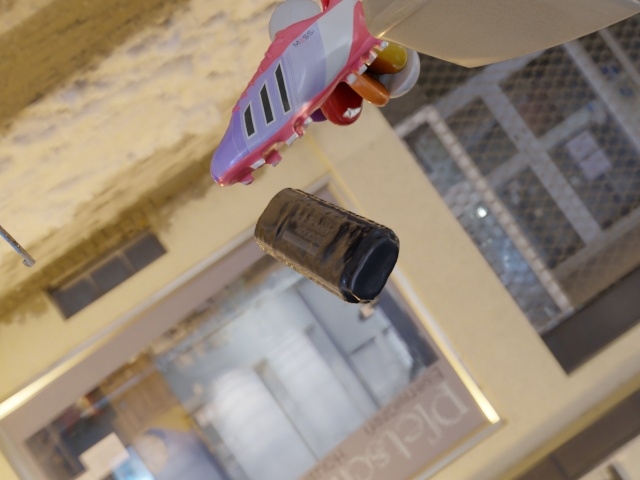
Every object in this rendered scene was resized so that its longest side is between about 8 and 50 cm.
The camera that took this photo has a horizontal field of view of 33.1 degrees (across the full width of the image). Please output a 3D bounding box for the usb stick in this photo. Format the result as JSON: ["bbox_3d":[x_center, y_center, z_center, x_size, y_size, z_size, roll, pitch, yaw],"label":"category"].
[{"bbox_3d":[0.000,0.000,1.039,0.077,0.045,0.278,-57,-158,-2],"label":"usb stick"}]

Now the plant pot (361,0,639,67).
[{"bbox_3d":[0.074,-0.143,0.512,0.109,0.109,0.096,8,152,-36],"label":"plant pot"}]

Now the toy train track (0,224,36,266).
[{"bbox_3d":[-0.293,-0.005,0.977,0.014,0.083,0.048,-39,-165,11],"label":"toy train track"}]

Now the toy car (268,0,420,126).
[{"bbox_3d":[0.019,-0.206,1.311,0.159,0.182,0.136,23,88,-45],"label":"toy car"}]

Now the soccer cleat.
[{"bbox_3d":[-0.035,-0.151,1.046,0.248,0.095,0.083,-47,-179,-23],"label":"soccer cleat"}]
